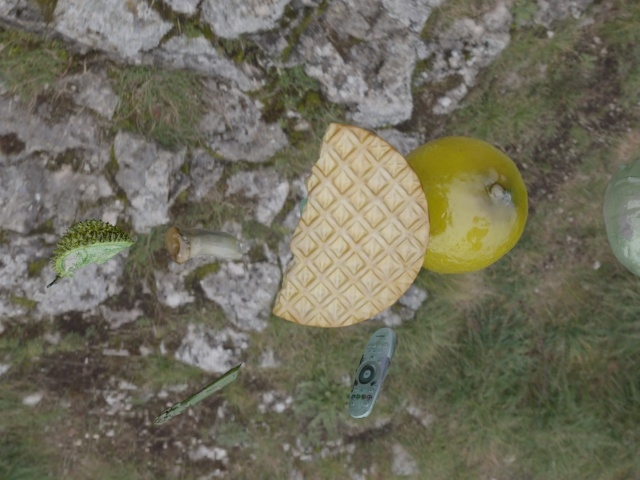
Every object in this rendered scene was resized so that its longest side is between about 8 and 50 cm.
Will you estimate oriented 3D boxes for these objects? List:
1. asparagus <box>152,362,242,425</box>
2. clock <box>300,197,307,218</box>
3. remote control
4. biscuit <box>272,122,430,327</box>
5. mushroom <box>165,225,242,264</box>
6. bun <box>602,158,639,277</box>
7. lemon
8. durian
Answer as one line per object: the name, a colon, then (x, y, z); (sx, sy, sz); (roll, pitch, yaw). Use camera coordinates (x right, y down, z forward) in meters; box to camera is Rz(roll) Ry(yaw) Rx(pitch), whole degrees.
asparagus: (-0.256, 0.325, 1.647); (0.236, 0.034, 0.027); (-32, 86, 4)
clock: (-0.001, 0.000, 1.841); (0.060, 0.188, 0.148); (-10, 129, -9)
remote control: (0.134, 0.338, 2.022); (0.045, 0.097, 0.256); (42, 58, -32)
biscuit: (0.057, -0.003, 1.163); (0.205, 0.040, 0.309); (16, 102, -3)
mushroom: (-0.257, 0.012, 1.803); (0.209, 0.084, 0.071); (3, 137, -46)
bun: (0.691, -0.048, 1.522); (0.283, 0.283, 0.179); (20, 151, -20)
lemon: (0.239, -0.062, 1.329); (0.240, 0.219, 0.240); (4, 82, -28)
durian: (-0.487, 0.024, 1.605); (0.215, 0.086, 0.100); (-24, 118, 10)
